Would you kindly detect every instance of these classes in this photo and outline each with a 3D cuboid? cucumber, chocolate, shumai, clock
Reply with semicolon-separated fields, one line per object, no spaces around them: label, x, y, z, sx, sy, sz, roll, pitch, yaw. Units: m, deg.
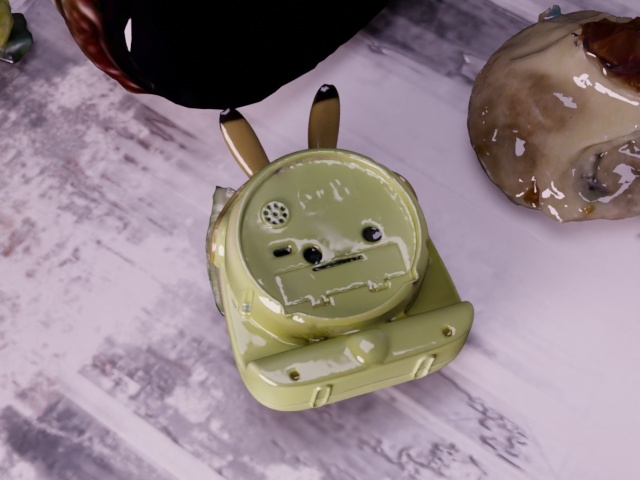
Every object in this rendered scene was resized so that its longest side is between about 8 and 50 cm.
cucumber;-0.056;0.015;1.158;0.067;0.035;0.107;9;64;-4
chocolate;-0.082;-0.268;1.238;0.340;0.225;0.210;-42;50;-18
shumai;0.212;-0.113;1.156;0.201;0.120;0.201;-2;60;3
clock;0.000;0.000;1.113;0.170;0.069;0.232;-16;69;-11

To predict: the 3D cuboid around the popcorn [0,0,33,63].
popcorn;-0.423;-0.181;1.209;0.293;0.237;0.293;-5;55;7
